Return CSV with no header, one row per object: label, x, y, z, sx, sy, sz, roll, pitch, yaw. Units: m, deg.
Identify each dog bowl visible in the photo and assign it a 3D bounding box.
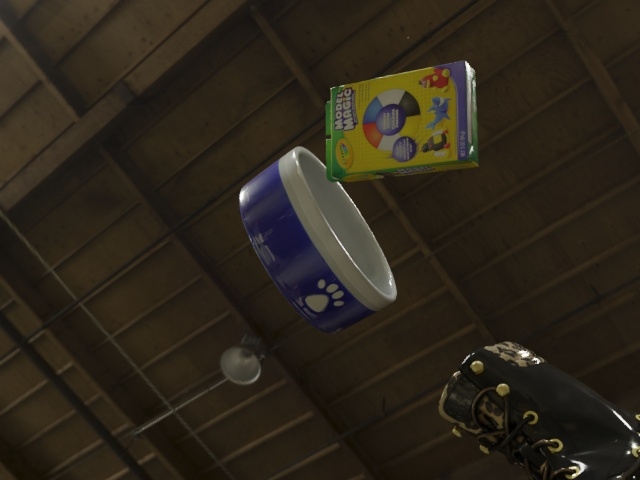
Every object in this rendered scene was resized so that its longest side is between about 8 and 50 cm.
dog bowl,0.000,0.000,0.877,0.104,0.265,0.265,-33,-79,14

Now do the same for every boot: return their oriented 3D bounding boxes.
boot,0.252,0.247,0.648,0.284,0.377,0.138,29,-59,39

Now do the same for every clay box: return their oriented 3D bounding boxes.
clay box,0.094,-0.152,0.797,0.221,0.053,0.128,-4,-97,29
